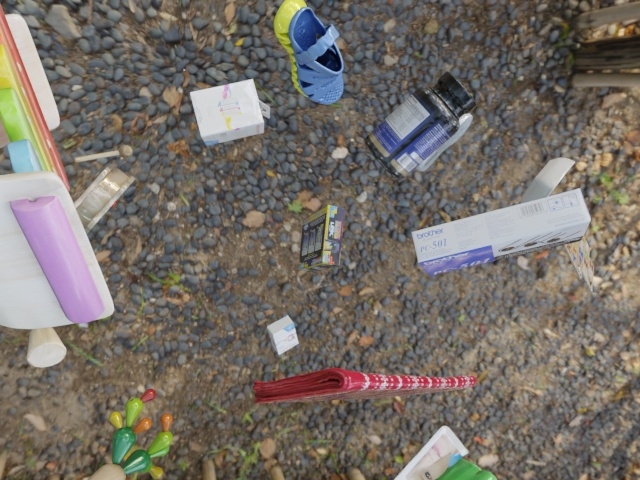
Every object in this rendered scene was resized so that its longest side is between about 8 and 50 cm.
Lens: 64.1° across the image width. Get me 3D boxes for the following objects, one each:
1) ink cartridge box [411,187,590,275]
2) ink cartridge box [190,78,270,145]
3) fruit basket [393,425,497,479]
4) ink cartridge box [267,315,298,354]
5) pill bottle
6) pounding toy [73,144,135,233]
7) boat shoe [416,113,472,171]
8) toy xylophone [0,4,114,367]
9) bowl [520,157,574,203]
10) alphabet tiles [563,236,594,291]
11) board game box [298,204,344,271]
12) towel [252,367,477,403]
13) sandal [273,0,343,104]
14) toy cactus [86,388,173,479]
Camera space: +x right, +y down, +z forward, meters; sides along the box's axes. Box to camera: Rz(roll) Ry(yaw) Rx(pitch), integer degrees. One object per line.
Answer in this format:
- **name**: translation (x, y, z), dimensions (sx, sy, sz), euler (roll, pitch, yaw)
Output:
- **ink cartridge box**: translation (0.233, -0.006, 0.672), dimensions (0.207, 0.097, 0.046), euler (-15, 71, 17)
- **ink cartridge box**: translation (-0.175, -0.255, 1.021), dimensions (0.143, 0.092, 0.090), euler (-15, 91, -8)
- **fruit basket**: translation (0.147, 0.483, 0.664), dimensions (0.353, 0.165, 0.327), euler (-41, 101, -26)
- **ink cartridge box**: translation (-0.136, 0.347, 1.869), dimensions (0.088, 0.052, 0.122), euler (-28, 136, -19)
- **pill bottle**: translation (0.208, -0.239, 1.066), dimensions (0.219, 0.123, 0.123), euler (-41, 114, 17)
- **pounding toy**: translation (-0.633, -0.166, 1.448), dimensions (0.155, 0.154, 0.269), euler (41, 81, -19)
- **boat shoe**: translation (0.355, -0.313, 1.544), dimensions (0.226, 0.076, 0.083), euler (-44, 156, -1)
- **toy xylophone**: translation (-0.242, -0.048, 0.413), dimensions (0.081, 0.322, 0.236), euler (-19, 143, -20)
- **bowl**: translation (0.564, -0.139, 1.293), dimensions (0.142, 0.053, 0.142), euler (-43, 160, -25)
- **alphabet tiles**: translation (0.727, 0.019, 1.447), dimensions (0.009, 0.198, 0.237), euler (-18, 114, 39)
- **board game box**: translation (0.000, 0.000, 1.261), dimensions (0.048, 0.170, 0.141), euler (11, 78, -20)
- **towel**: translation (0.065, 0.207, 0.731), dimensions (0.275, 0.199, 0.031), euler (13, 65, -40)
- **sandal**: translation (-0.001, -0.426, 1.228), dimensions (0.126, 0.138, 0.317), euler (-53, 155, -4)
- **toy cactus**: translation (-0.337, 0.382, 0.878), dimensions (0.112, 0.180, 0.219), euler (11, 103, 25)
